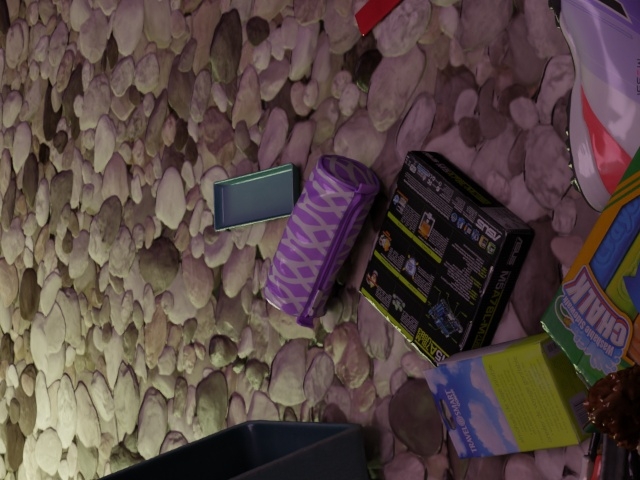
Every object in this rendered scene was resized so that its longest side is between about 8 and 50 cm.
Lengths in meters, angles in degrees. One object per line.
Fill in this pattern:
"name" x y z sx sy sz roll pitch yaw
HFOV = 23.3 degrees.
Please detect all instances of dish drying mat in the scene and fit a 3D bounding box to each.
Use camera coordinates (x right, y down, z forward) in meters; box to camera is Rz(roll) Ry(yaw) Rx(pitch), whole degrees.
"dish drying mat" 0.069 -0.272 1.805 0.083 0.008 0.032 -39 58 46

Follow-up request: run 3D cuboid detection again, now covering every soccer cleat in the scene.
"soccer cleat" 0.282 -0.188 1.429 0.116 0.109 0.318 -13 75 34

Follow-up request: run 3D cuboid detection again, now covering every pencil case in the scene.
"pencil case" 0.000 0.000 1.820 0.088 0.086 0.206 -117 42 -54

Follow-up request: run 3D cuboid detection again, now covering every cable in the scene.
"cable" 0.255 0.167 1.417 0.072 0.139 0.287 -2 90 14

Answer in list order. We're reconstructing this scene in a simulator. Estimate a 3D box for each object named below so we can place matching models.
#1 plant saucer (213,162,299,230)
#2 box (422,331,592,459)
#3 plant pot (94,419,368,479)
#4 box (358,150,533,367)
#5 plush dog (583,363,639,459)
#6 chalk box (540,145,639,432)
"plant saucer" -0.083 -0.055 2.004 0.192 0.018 0.067 -10 80 56
"box" 0.189 0.157 1.551 0.178 0.042 0.109 -20 94 53
"plant pot" -0.085 0.367 1.803 0.247 0.248 0.252 -6 99 55
"box" 0.130 0.025 1.670 0.191 0.045 0.184 43 125 46
"plush dog" 0.322 0.138 1.104 0.262 0.210 0.225 48 134 -6
"chalk box" 0.321 0.065 1.276 0.179 0.180 0.289 54 132 42
